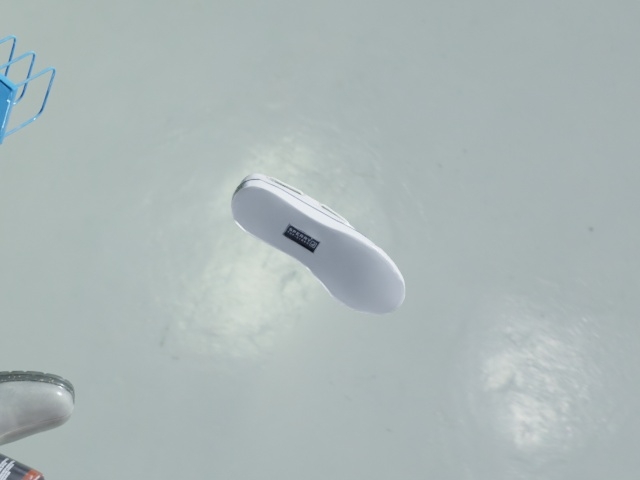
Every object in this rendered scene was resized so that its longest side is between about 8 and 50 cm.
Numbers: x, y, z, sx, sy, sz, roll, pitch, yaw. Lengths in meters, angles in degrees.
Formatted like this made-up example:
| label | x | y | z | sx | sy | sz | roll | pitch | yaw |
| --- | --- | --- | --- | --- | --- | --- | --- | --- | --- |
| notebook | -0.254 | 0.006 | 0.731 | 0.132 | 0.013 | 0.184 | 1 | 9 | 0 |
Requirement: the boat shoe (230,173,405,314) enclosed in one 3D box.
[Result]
| label | x | y | z | sx | sy | sz | roll | pitch | yaw |
| --- | --- | --- | --- | --- | --- | --- | --- | --- | --- |
| boat shoe | 0.000 | 0.000 | 1.659 | 0.267 | 0.088 | 0.096 | 30 | 114 | -8 |

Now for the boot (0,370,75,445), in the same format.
| label | x | y | z | sx | sy | sz | roll | pitch | yaw |
| --- | --- | --- | --- | --- | --- | --- | --- | --- | --- |
| boot | -0.340 | 0.217 | 1.137 | 0.247 | 0.083 | 0.161 | -11 | 46 | -9 |

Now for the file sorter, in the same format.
| label | x | y | z | sx | sy | sz | roll | pitch | yaw |
| --- | --- | --- | --- | --- | --- | --- | --- | --- | --- |
| file sorter | -0.495 | -0.250 | 1.840 | 0.170 | 0.104 | 0.118 | 38 | 132 | 9 |

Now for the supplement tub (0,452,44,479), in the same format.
| label | x | y | z | sx | sy | sz | roll | pitch | yaw |
| --- | --- | --- | --- | --- | --- | --- | --- | --- | --- |
| supplement tub | -0.512 | 0.348 | 1.812 | 0.198 | 0.106 | 0.106 | 24 | 87 | 7 |
